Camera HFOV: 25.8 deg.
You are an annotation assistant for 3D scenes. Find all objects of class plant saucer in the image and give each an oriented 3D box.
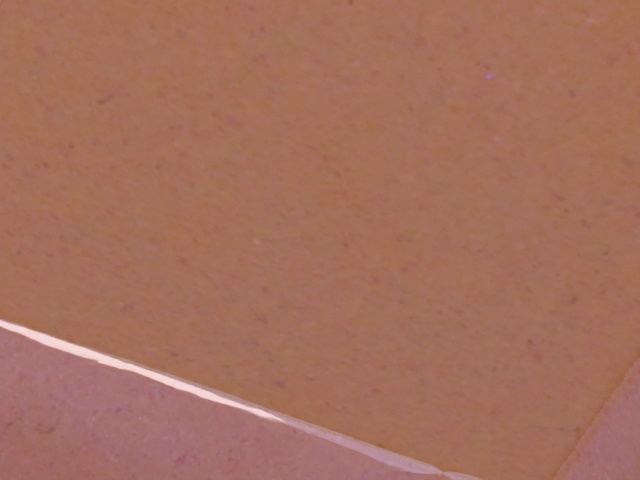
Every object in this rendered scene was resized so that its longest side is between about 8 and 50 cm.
[{"bbox_3d":[0.000,0.000,0.453,0.332,0.081,0.333,20,136,-2],"label":"plant saucer"}]
